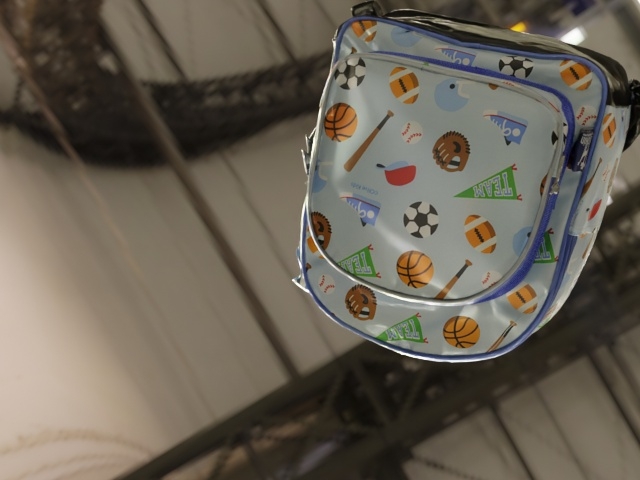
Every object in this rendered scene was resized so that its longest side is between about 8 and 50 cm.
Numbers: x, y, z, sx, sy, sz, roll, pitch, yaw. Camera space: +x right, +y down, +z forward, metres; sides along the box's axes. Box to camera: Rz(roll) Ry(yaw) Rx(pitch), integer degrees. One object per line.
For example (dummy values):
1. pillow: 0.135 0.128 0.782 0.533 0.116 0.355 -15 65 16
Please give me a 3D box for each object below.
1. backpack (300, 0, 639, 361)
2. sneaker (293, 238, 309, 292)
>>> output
1. backpack: 0.106 -0.036 1.342 0.213 0.277 0.263 -25 -53 -62
2. sneaker: 0.000 0.000 2.023 0.053 0.059 0.144 -19 -59 -62
